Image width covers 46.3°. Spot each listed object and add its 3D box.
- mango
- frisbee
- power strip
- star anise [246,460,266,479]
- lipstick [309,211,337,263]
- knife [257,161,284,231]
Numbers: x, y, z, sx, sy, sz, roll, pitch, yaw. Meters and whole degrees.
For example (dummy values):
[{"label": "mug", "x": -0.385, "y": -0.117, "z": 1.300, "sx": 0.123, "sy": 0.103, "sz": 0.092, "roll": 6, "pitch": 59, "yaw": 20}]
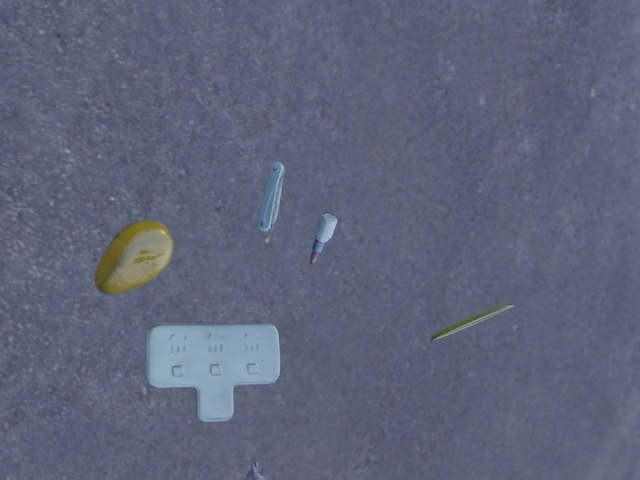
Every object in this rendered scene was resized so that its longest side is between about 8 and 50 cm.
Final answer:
[{"label": "mango", "x": -0.393, "y": 0.037, "z": 1.564, "sx": 0.195, "sy": 0.098, "sz": 0.137, "roll": -36, "pitch": 147, "yaw": 5}, {"label": "frisbee", "x": 0.392, "y": 0.209, "z": 1.945, "sx": 0.236, "sy": 0.236, "sz": 0.017, "roll": -11, "pitch": 73, "yaw": -45}, {"label": "power strip", "x": -0.213, "y": 0.262, "z": 1.490, "sx": 0.264, "sy": 0.059, "sz": 0.194, "roll": 1, "pitch": 74, "yaw": -16}, {"label": "star anise", "x": -0.128, "y": 0.599, "z": 1.668, "sx": 0.065, "sy": 0.182, "sz": 0.195, "roll": -19, "pitch": 133, "yaw": -4}, {"label": "lipstick", "x": 0.000, "y": 0.000, "z": 1.345, "sx": 0.025, "sy": 0.025, "sz": 0.107, "roll": -11, "pitch": 134, "yaw": -40}, {"label": "knife", "x": -0.107, "y": -0.098, "z": 1.673, "sx": 0.023, "sy": 0.044, "sz": 0.162, "roll": 32, "pitch": 67, "yaw": -60}]
